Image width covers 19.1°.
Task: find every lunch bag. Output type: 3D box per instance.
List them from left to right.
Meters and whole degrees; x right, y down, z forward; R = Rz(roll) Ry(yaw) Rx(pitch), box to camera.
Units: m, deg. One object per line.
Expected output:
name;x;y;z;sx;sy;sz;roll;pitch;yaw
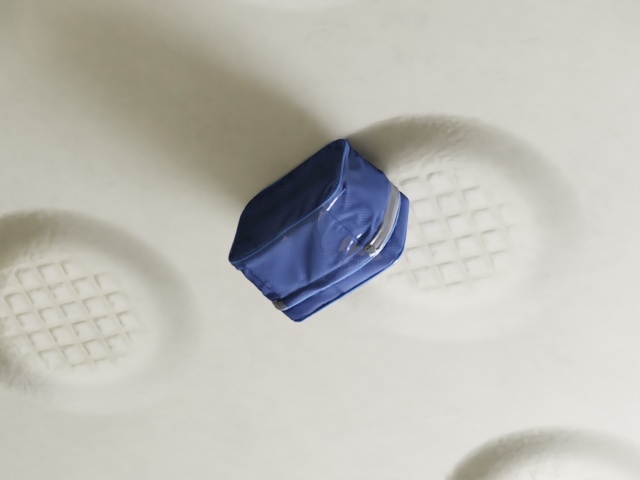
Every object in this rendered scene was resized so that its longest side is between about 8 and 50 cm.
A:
lunch bag;0.000;0.000;1.059;0.098;0.067;0.065;-33;116;32
